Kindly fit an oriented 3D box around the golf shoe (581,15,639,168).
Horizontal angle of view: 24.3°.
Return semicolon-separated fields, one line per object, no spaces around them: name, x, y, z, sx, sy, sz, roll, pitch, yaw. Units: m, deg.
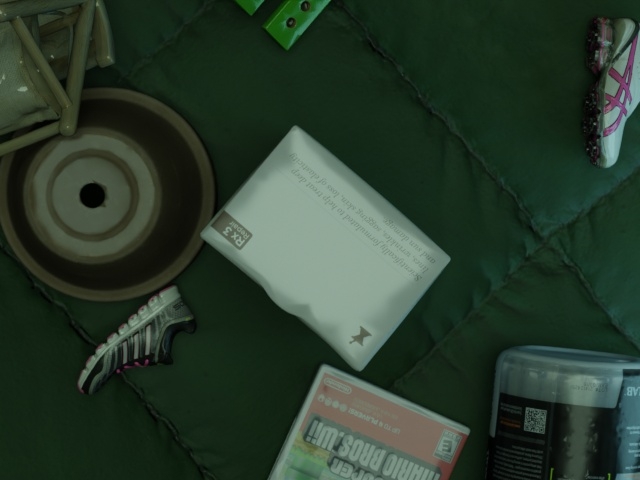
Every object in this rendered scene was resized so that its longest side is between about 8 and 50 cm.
golf shoe;0.365;-0.179;1.809;0.085;0.067;0.186;4;92;-5

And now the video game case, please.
video game case;0.035;0.319;1.829;0.204;0.025;0.285;24;91;-4

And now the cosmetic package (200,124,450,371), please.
cosmetic package;0.000;0.000;1.634;0.217;0.385;0.156;40;89;-5

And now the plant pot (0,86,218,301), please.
plant pot;-0.248;-0.050;1.696;0.263;0.229;0.263;0;93;-4

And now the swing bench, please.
swing bench;-0.382;-0.196;1.652;0.253;0.255;0.165;-19;116;18

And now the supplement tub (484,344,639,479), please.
supplement tub;0.290;0.290;1.760;0.193;0.193;0.316;6;91;-4

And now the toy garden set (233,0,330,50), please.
toy garden set;-0.061;-0.379;1.742;0.204;0.049;0.244;-50;124;-3

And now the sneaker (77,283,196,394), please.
sneaker;-0.216;0.133;1.786;0.170;0.063;0.075;-44;88;-6
